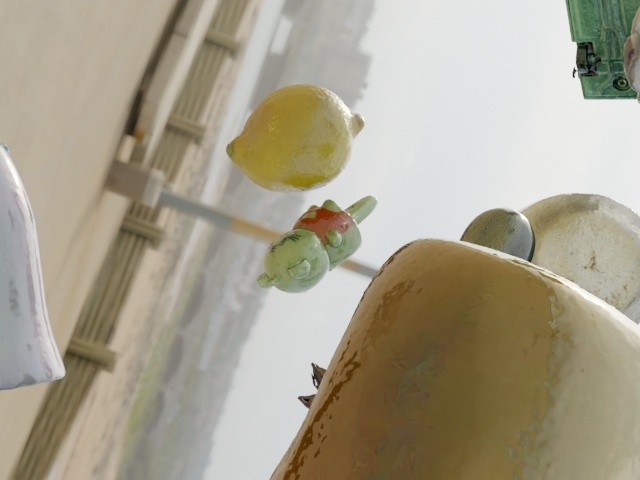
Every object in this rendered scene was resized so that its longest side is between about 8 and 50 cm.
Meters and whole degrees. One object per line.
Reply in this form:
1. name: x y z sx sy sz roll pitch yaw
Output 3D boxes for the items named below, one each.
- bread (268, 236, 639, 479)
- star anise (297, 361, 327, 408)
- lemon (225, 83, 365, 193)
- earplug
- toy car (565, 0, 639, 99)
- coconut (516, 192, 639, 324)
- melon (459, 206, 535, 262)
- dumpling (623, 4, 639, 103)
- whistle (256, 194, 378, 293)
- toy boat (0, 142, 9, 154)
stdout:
1. bread: 0.131 0.197 1.145 0.376 0.348 0.253 -61 149 -4
2. star anise: 0.028 0.269 1.916 0.212 0.157 0.053 -43 -176 -38
3. lemon: -0.041 -0.173 2.050 0.187 0.244 0.186 162 -90 -87
4. earplug: -0.402 0.022 1.410 0.172 0.172 0.301 170 -85 -85
5. toy car: 0.433 -0.352 1.763 0.097 0.141 0.320 -56 139 -42
6. coconut: 0.366 0.047 1.753 0.266 0.237 0.237 57 52 -83
7. melon: 0.228 0.017 1.566 0.130 0.098 0.098 -56 -179 -12
8. dumpling: 0.397 -0.224 1.351 0.127 0.108 0.188 -41 148 -28
9. whistle: 0.000 0.000 2.041 0.288 0.106 0.131 -41 -167 -36
10. toy boat: -0.638 -0.165 2.049 0.088 0.215 0.102 3 -82 50
